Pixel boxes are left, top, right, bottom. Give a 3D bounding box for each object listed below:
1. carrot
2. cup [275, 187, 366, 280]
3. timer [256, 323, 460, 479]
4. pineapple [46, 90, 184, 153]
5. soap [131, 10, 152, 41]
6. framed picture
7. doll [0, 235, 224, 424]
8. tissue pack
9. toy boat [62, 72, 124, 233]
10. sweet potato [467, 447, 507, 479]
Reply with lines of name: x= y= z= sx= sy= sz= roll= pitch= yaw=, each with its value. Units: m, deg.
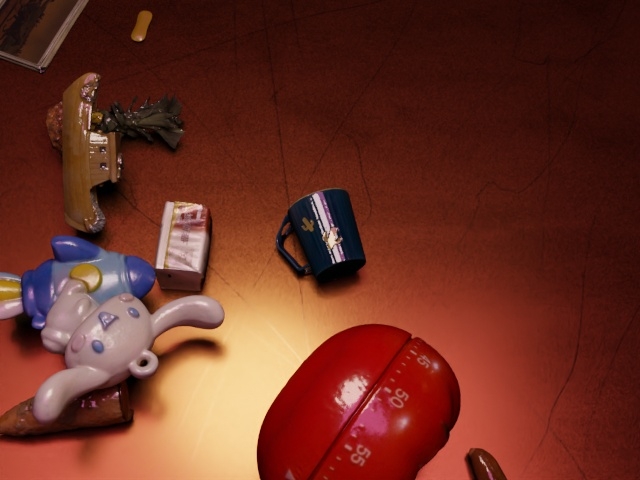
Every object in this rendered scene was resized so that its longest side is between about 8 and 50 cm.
carrot: x=-0.479 y=0.316 z=1.695 sx=0.263 sy=0.102 sz=0.102 roll=-13 pitch=66 yaw=-6
cup: x=0.000 y=0.000 z=1.862 sx=0.176 sy=0.131 sz=0.155 roll=-27 pitch=70 yaw=17
timer: x=0.061 y=0.320 z=1.561 sx=0.279 sy=0.378 sz=0.378 roll=35 pitch=68 yaw=11
pineapple: x=-0.429 y=-0.243 z=1.951 sx=0.277 sy=0.119 sz=0.130 roll=-7 pitch=109 yaw=-2
soap: x=-0.413 y=-0.496 z=2.126 sx=0.034 sy=0.012 sz=0.089 roll=10 pitch=64 yaw=2
framed picture: x=-0.668 y=-0.512 z=2.120 sx=0.197 sy=0.014 sz=0.252 roll=20 pitch=65 yaw=6
doll: x=-0.424 y=0.123 z=1.691 sx=0.365 sy=0.187 sz=0.376 roll=41 pitch=35 yaw=26
tissue pack: x=-0.271 y=0.013 z=1.840 sx=0.099 sy=0.106 sz=0.149 roll=5 pitch=65 yaw=0
toy boat: x=-0.457 y=-0.176 z=1.854 sx=0.121 sy=0.089 sz=0.321 roll=2 pitch=97 yaw=-3
sweet potato: x=0.332 y=0.461 z=1.685 sx=0.056 sy=0.056 sz=0.195 roll=-29 pitch=61 yaw=-16
